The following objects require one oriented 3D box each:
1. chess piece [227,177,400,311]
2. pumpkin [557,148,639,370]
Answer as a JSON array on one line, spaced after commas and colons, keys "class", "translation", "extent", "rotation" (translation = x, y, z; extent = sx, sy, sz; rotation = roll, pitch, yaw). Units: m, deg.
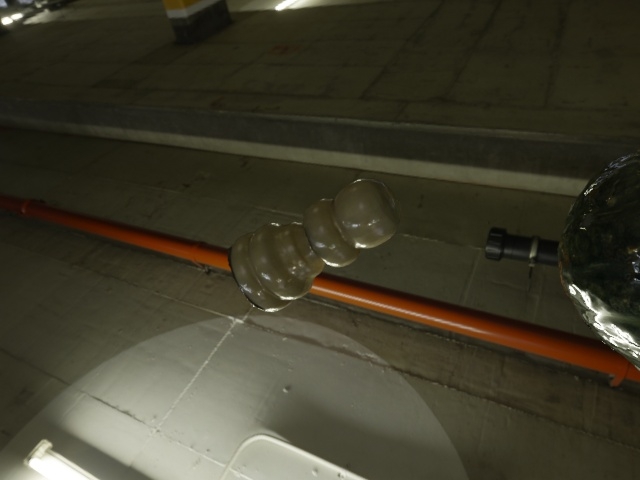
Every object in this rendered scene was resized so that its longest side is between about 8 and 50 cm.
[{"class": "chess piece", "translation": [0.000, 0.000, 0.652], "extent": [0.261, 0.143, 0.142], "rotation": [-28, -145, 25]}, {"class": "pumpkin", "translation": [0.441, 0.026, 0.486], "extent": [0.291, 0.327, 0.257], "rotation": [-51, -152, -19]}]
